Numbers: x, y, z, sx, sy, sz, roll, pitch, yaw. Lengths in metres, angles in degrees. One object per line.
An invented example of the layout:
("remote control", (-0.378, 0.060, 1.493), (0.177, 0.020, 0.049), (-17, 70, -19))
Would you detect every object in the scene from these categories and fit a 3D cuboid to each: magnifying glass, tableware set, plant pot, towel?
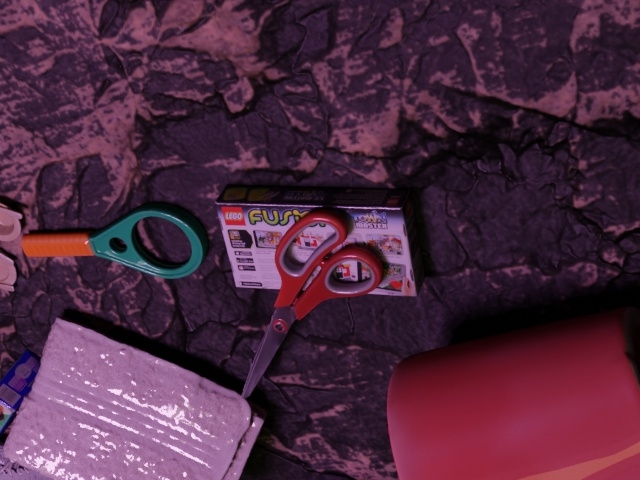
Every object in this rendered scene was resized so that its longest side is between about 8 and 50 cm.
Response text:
("magnifying glass", (-0.234, 0.002, 1.521), (0.231, 0.026, 0.092), (-3, 124, 21))
("tableware set", (-0.416, -0.013, 1.583), (0.141, 0.020, 0.169), (22, 130, 5))
("plant pot", (0.239, 0.198, 1.342), (0.243, 0.275, 0.275), (-26, 112, 24))
("towel", (-0.220, 0.225, 1.594), (0.282, 0.049, 0.187), (22, 87, 5))

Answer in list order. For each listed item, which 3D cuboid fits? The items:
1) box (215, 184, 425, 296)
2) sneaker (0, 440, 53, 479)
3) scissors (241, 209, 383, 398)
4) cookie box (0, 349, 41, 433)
("box", (0.000, 0.000, 1.415), (0.207, 0.036, 0.114), (3, 125, 20))
("sneaker", (-0.379, 0.287, 1.750), (0.132, 0.086, 0.229), (31, 131, 0))
("scissors", (-0.043, 0.072, 1.452), (0.109, 0.021, 0.297), (37, 131, -11))
("cookie box", (-0.393, 0.202, 1.687), (0.040, 0.092, 0.107), (36, 129, -3))
